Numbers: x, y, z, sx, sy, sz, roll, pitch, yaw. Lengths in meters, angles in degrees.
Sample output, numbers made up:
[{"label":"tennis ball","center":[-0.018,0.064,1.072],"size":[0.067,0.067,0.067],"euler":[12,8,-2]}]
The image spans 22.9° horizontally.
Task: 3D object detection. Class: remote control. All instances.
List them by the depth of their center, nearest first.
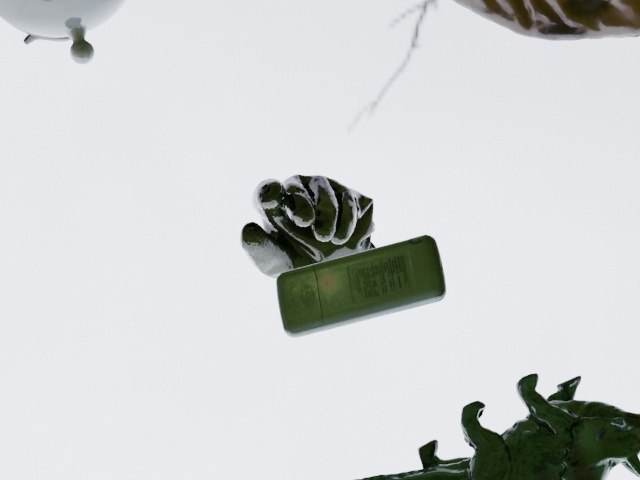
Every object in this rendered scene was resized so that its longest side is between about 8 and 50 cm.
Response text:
[{"label":"remote control","center":[0.028,0.033,1.140],"size":[0.124,0.018,0.053],"euler":[-16,-111,12]}]

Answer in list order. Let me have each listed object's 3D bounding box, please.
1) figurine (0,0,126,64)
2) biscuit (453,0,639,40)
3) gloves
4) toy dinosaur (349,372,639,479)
[{"label":"figurine","center":[-0.292,-0.380,1.709],"size":[0.281,0.370,0.167],"euler":[-12,-158,-27]},{"label":"biscuit","center":[0.091,-0.175,0.577],"size":[0.212,0.212,0.036],"euler":[20,-149,17]},{"label":"gloves","center":[-0.006,-0.009,1.603],"size":[0.135,0.268,0.107],"euler":[-36,-111,2]},{"label":"toy dinosaur","center":[0.135,0.166,1.261],"size":[0.292,0.079,0.120],"euler":[-2,-101,5]}]
